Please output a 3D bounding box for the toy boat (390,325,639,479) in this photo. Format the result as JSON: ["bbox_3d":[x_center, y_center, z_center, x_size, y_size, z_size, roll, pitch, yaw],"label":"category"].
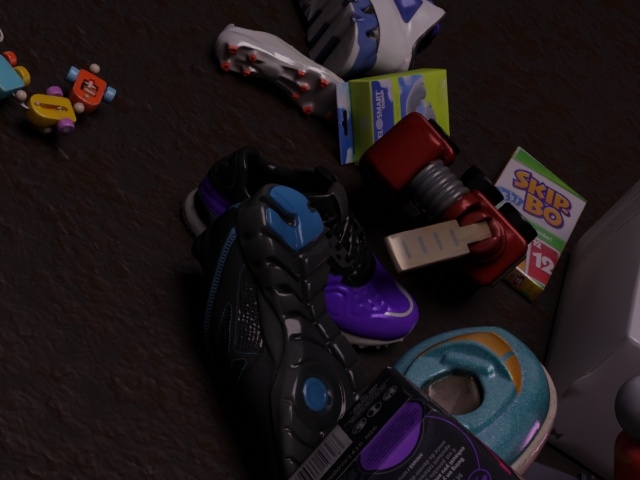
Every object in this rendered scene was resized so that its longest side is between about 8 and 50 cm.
[{"bbox_3d":[0.208,0.176,1.541,0.318,0.148,0.267,11,34,17],"label":"toy boat"}]

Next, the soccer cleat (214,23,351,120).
[{"bbox_3d":[-0.040,-0.217,1.880,0.196,0.068,0.076,25,37,-13],"label":"soccer cleat"}]

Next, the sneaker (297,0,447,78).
[{"bbox_3d":[0.066,-0.330,2.042,0.182,0.127,0.315,13,52,-34],"label":"sneaker"}]

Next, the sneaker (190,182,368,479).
[{"bbox_3d":[-0.044,0.121,1.510,0.125,0.140,0.340,9,65,-46],"label":"sneaker"}]

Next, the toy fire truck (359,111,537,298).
[{"bbox_3d":[0.125,-0.039,1.719,0.217,0.158,0.246,49,2,12],"label":"toy fire truck"}]

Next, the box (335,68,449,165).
[{"bbox_3d":[0.095,-0.158,1.902,0.178,0.042,0.109,-15,105,-46],"label":"box"}]

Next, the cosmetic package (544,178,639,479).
[{"bbox_3d":[0.389,0.096,1.809,0.155,0.197,0.365,34,40,-8],"label":"cosmetic package"}]

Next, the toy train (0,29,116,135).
[{"bbox_3d":[-0.310,-0.166,1.631,0.166,0.046,0.125,26,39,-21],"label":"toy train"}]

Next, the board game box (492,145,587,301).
[{"bbox_3d":[0.272,-0.031,1.973,0.124,0.039,0.259,39,36,-1],"label":"board game box"}]

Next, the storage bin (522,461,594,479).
[{"bbox_3d":[0.227,0.290,1.578,0.091,0.098,0.135,25,39,-1],"label":"storage bin"}]

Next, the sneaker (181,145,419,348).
[{"bbox_3d":[-0.001,0.000,1.629,0.293,0.146,0.102,33,39,-7],"label":"sneaker"}]

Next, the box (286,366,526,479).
[{"bbox_3d":[0.122,0.271,1.371,0.270,0.165,0.143,43,-1,-17],"label":"box"}]
